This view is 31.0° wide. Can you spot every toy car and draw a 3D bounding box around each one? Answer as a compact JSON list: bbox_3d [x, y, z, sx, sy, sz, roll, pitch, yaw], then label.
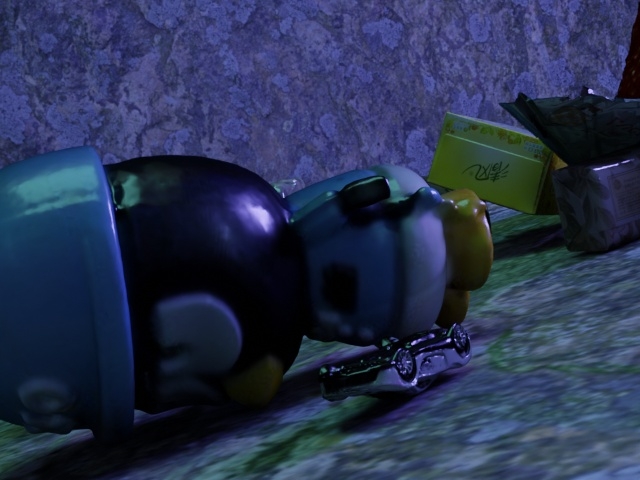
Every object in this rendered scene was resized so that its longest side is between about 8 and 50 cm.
[{"bbox_3d":[0.033,0.057,0.509,0.041,0.025,0.093,-15,0,35],"label":"toy car"}]

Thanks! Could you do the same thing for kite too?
[{"bbox_3d":[0.305,-0.086,0.832,0.406,0.014,0.368,0,-17,-15],"label":"kite"}]

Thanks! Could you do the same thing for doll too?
[{"bbox_3d":[-0.070,0.026,0.590,0.314,0.141,0.177,-6,-31,-14],"label":"doll"}]

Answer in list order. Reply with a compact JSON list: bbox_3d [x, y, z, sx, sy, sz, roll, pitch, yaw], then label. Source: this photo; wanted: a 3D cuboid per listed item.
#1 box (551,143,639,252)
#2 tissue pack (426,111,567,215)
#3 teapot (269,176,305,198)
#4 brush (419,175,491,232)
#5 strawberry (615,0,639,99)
[{"bbox_3d":[0.211,-0.031,0.804,0.098,0.062,0.045,-16,7,-32],"label":"box"},{"bbox_3d":[0.168,-0.060,0.960,0.095,0.062,0.176,20,11,24],"label":"tissue pack"},{"bbox_3d":[-0.005,-0.009,1.043,0.077,0.107,0.200,-12,5,17],"label":"teapot"},{"bbox_3d":[0.141,-0.032,1.165,0.065,0.070,0.327,-6,4,-4],"label":"brush"},{"bbox_3d":[0.404,-0.182,1.092,0.277,0.257,0.257,-33,-6,30],"label":"strawberry"}]
